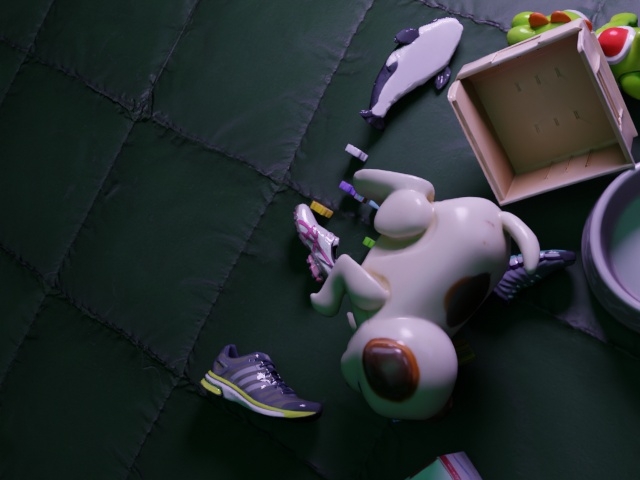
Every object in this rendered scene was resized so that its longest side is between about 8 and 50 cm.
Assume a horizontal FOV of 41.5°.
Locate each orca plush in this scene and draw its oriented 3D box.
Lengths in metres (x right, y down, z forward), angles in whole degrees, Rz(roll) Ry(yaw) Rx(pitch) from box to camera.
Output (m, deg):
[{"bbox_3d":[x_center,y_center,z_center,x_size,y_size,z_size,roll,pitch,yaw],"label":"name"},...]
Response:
[{"bbox_3d":[0.196,-0.370,1.849,0.151,0.102,0.287,24,103,-15],"label":"orca plush"}]

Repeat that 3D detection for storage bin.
[{"bbox_3d":[0.412,-0.235,1.566,0.262,0.123,0.260,-17,113,35],"label":"storage bin"}]

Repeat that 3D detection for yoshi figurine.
[{"bbox_3d":[0.539,-0.344,1.629,0.362,0.203,0.203,19,124,17],"label":"yoshi figurine"}]

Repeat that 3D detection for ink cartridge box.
[{"bbox_3d":[0.216,0.460,1.572,0.127,0.175,0.072,-41,66,14],"label":"ink cartridge box"}]

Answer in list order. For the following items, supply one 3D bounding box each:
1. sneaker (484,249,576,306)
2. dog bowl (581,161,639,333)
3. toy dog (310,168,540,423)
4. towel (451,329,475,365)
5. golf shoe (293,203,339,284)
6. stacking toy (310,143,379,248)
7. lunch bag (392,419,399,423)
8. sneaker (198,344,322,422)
[{"bbox_3d":[0.391,0.076,1.637,0.224,0.083,0.098,-12,83,36],"label":"sneaker"},{"bbox_3d":[0.637,0.003,1.487,0.349,0.102,0.348,-4,77,19],"label":"dog bowl"},{"bbox_3d":[0.182,0.127,1.536,0.395,0.284,0.407,10,68,27],"label":"toy dog"},{"bbox_3d":[0.213,0.154,1.682,0.102,0.021,0.237,-16,54,-13],"label":"towel"},{"bbox_3d":[0.000,0.000,1.856,0.086,0.067,0.186,-23,78,12],"label":"golf shoe"},{"bbox_3d":[0.100,-0.089,1.834,0.221,0.052,0.167,34,96,27],"label":"stacking toy"},{"bbox_3d":[0.163,0.267,1.689,0.129,0.096,0.151,-41,74,13],"label":"lunch bag"},{"bbox_3d":[-0.124,0.309,1.822,0.300,0.111,0.121,16,82,27],"label":"sneaker"}]
